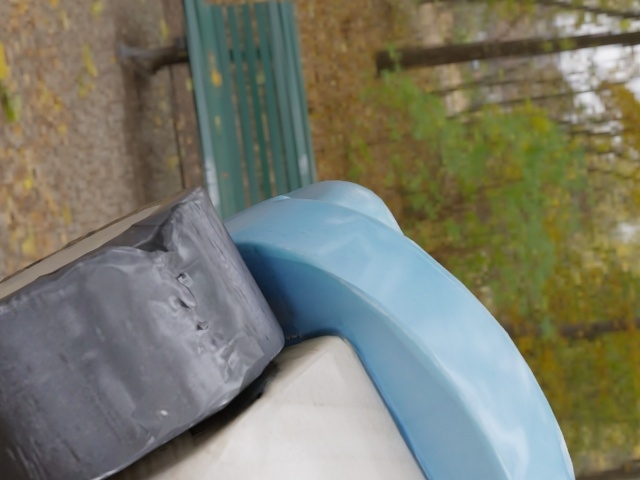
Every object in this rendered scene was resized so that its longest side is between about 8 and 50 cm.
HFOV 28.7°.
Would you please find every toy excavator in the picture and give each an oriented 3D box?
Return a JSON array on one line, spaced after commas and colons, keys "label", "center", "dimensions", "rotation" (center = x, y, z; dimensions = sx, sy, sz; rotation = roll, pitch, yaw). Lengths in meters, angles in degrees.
[{"label": "toy excavator", "center": [-0.038, 0.079, 0.594], "dimensions": [0.445, 0.433, 0.222], "rotation": [-35, 100, -47]}]
